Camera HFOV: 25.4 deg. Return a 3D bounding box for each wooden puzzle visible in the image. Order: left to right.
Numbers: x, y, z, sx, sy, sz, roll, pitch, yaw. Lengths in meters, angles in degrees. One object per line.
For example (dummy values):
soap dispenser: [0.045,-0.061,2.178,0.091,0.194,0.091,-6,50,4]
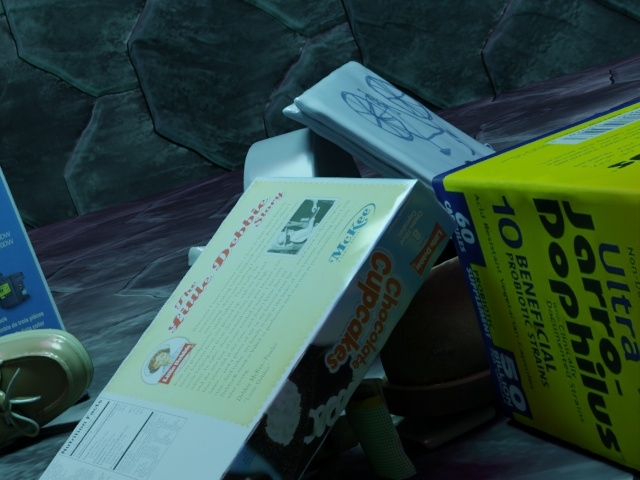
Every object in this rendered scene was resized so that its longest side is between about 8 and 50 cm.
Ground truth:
wooden puzzle: [0.087,0.139,1.080,0.116,0.014,0.078,-21,15,-19]

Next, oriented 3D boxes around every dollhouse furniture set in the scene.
dollhouse furniture set: [0.005,0.143,1.030,0.058,0.076,0.151,-19,0,-21]

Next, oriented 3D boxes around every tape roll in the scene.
tape roll: [0.000,0.000,1.380,0.072,0.219,0.219,-16,10,16]

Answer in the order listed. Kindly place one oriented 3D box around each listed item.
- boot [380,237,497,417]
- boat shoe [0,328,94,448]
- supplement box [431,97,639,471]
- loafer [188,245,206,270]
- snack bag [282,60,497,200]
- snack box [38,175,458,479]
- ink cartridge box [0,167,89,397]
boot: [0.166,0.042,1.139,0.305,0.115,0.112,-17,11,-41]
boat shoe: [-0.359,0.177,1.429,0.285,0.105,0.089,-26,12,16]
supplement box: [0.248,0.024,0.897,0.195,0.194,0.356,-21,10,-17]
loafer: [-0.043,0.003,1.743,0.112,0.111,0.319,-10,13,37]
snack bag: [0.139,-0.067,1.423,0.037,0.342,0.323,-58,-1,16]
snack box: [-0.058,0.091,0.987,0.187,0.060,0.322,5,54,50]
ink cartridge box: [-0.412,-0.002,1.596,0.151,0.396,0.270,-21,10,-15]
